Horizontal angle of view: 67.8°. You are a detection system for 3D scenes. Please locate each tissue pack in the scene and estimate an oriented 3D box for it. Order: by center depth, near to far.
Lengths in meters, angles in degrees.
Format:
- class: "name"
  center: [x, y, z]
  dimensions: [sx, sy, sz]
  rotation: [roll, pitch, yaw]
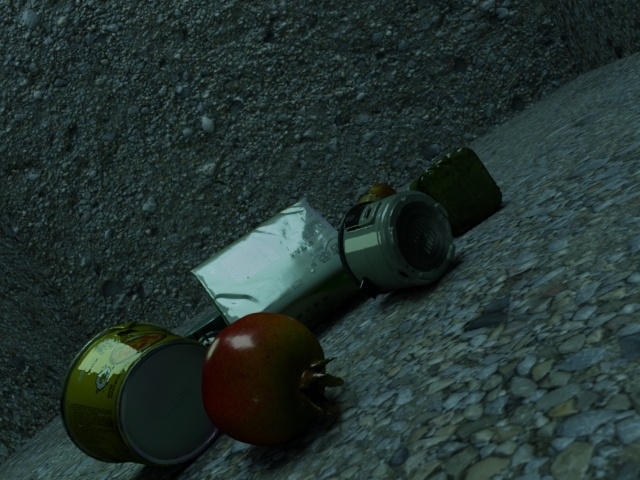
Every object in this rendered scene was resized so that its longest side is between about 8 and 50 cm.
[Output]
- class: "tissue pack"
  center: [-0.112, 0.113, 1.380]
  dimensions: [0.404, 0.332, 0.205]
  rotation: [-33, -38, -17]

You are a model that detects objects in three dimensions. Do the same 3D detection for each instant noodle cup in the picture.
- class: "instant noodle cup"
  center: [-0.368, 0.341, 1.049]
  dimensions: [0.254, 0.326, 0.325]
  rotation: [-12, 19, 48]

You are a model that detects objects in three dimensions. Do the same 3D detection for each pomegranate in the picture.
- class: "pomegranate"
  center: [-0.079, 0.237, 0.812]
  dimensions: [0.256, 0.221, 0.221]
  rotation: [4, 27, 33]

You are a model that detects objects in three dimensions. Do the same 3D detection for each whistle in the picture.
- class: "whistle"
  center: [-0.277, 0.286, 1.577]
  dimensions: [0.188, 0.168, 0.404]
  rotation: [-28, 7, 39]

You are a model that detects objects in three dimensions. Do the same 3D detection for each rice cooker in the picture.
- class: "rice cooker"
  center: [0.176, 0.006, 1.163]
  dimensions: [0.227, 0.241, 0.281]
  rotation: [-17, 46, 57]

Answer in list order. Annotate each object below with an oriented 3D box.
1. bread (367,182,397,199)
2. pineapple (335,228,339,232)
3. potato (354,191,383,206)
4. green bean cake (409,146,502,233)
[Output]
- class: "bread"
  center: [0.278, -0.152, 2.177]
  dimensions: [0.148, 0.195, 0.344]
  rotation: [-36, 6, 28]
- class: "pineapple"
  center: [0.000, 0.000, 1.850]
  dimensions: [0.141, 0.309, 0.170]
  rotation: [2, 66, 58]
- class: "potato"
  center: [0.164, -0.012, 1.692]
  dimensions: [0.229, 0.229, 0.266]
  rotation: [-24, 26, 56]
- class: "green bean cake"
  center: [0.388, -0.139, 1.377]
  dimensions: [0.200, 0.214, 0.113]
  rotation: [-33, 0, -3]
